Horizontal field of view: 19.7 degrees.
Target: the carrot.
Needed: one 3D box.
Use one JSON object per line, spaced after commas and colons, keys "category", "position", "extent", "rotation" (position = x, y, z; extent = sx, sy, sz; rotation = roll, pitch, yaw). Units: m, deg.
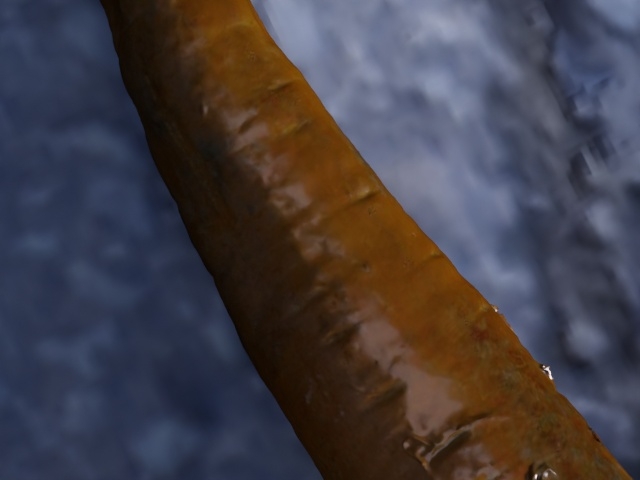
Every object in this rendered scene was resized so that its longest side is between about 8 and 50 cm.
{"category": "carrot", "position": [0.000, 0.000, 0.422], "extent": [0.061, 0.061, 0.209], "rotation": [-33, 83, -5]}
